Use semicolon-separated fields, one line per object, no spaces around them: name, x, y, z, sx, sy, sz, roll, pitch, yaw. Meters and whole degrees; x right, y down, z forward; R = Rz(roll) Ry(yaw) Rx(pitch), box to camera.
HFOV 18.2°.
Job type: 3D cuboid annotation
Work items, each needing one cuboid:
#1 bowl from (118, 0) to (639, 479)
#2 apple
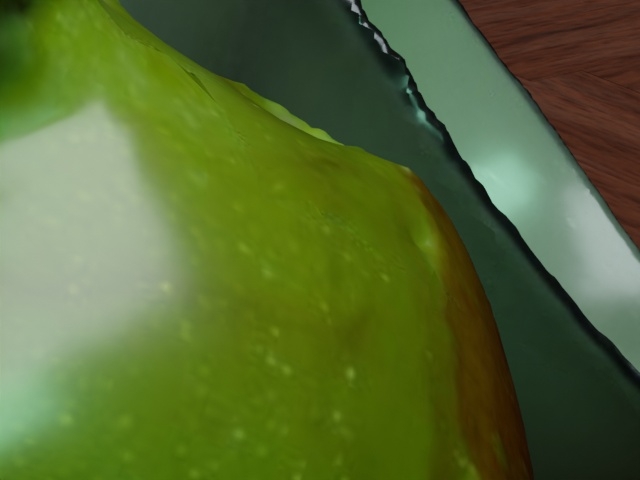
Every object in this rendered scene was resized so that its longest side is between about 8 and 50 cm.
bowl;0.000;0.000;0.811;0.185;0.354;0.354;-36;22;11
apple;-0.142;0.054;0.505;0.384;0.374;0.374;-6;17;30
